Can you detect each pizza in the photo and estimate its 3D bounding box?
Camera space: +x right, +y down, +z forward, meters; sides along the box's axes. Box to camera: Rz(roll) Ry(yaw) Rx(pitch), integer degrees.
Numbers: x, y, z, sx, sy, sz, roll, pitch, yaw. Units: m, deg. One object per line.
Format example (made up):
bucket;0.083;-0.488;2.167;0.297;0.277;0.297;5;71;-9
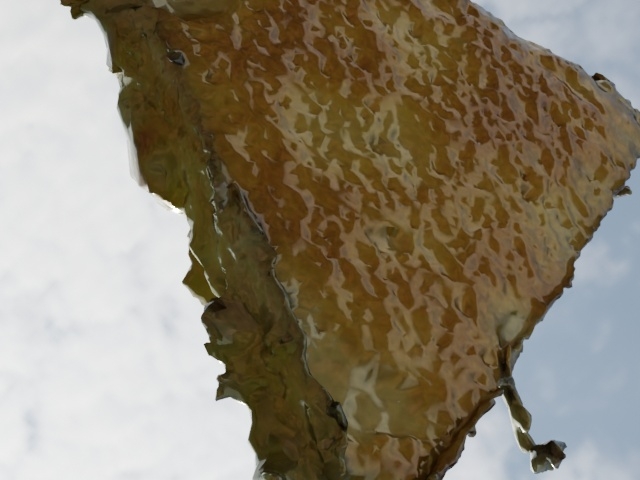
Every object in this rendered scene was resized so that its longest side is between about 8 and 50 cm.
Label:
pizza;0.000;0.000;0.706;0.075;0.280;0.287;-47;-155;45
